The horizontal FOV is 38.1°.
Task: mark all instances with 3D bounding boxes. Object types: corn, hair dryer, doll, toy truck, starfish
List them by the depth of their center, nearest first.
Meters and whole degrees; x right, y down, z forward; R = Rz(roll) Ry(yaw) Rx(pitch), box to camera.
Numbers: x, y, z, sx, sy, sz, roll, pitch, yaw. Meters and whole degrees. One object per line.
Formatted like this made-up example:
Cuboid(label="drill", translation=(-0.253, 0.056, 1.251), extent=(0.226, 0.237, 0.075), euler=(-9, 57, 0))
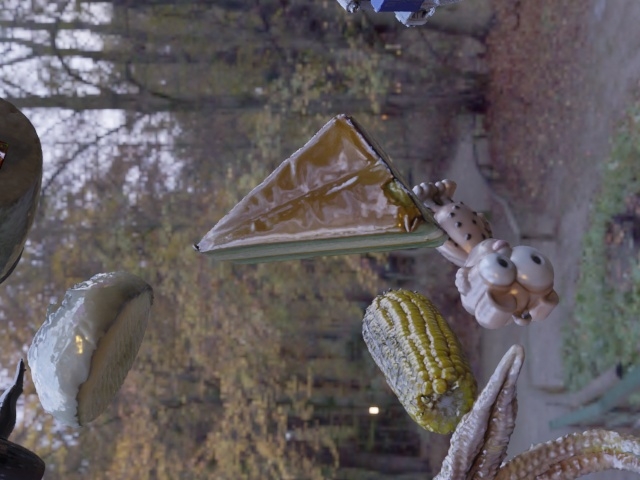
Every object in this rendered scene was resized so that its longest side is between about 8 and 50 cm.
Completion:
Cuboid(label="starfish", translation=(0.122, 0.268, 0.781), extent=(0.132, 0.398, 0.384), euler=(57, -172, 31))
Cuboid(label="corn", translation=(0.119, 0.136, 1.140), extent=(0.318, 0.115, 0.115), euler=(-124, 32, -75))
Cuboid(label="doll", translation=(0.231, 0.018, 1.392), extent=(0.278, 0.154, 0.119), euler=(49, 136, 25))
Cuboid(label="toy truck", translation=(0.150, -0.440, 1.557), extent=(0.161, 0.213, 0.177), euler=(59, 138, 27))
Cuboid(label="hair dryer", translation=(-0.711, 0.371, 1.963), extent=(0.359, 0.304, 0.120), euler=(-90, 23, -54))

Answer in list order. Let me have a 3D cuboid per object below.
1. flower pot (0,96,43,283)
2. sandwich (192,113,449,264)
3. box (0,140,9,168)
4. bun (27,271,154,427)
Cuboid(label="flower pot", translation=(-0.619, -0.087, 1.564), extent=(0.330, 0.293, 0.293), euler=(-42, 39, 53))
Cuboid(label="sandwich", translation=(0.000, 0.000, 0.721), extent=(0.113, 0.163, 0.079), euler=(54, -170, 20))
Cuboid(label="box", translation=(-0.520, -0.140, 1.409), extent=(0.051, 0.082, 0.023), euler=(-50, 24, 43))
Cuboid(label="bun", translation=(-0.388, 0.167, 1.535), extent=(0.287, 0.146, 0.287), euler=(23, -90, -83))
